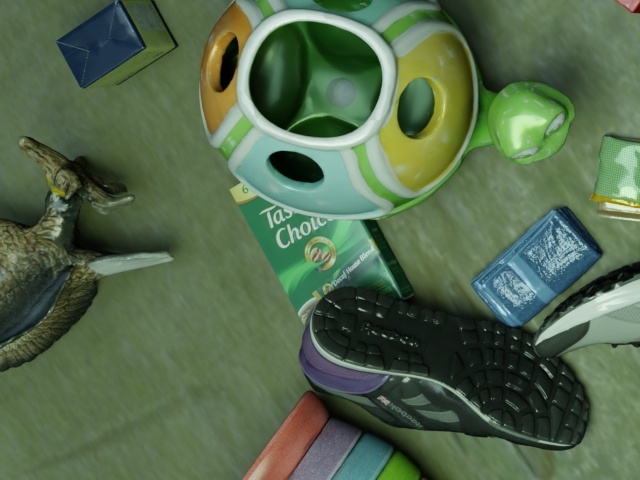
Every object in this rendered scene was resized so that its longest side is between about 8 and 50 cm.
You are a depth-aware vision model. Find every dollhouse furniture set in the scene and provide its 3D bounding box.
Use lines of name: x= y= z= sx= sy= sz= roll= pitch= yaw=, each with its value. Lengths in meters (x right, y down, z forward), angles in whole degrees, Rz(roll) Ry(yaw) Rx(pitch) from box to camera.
dollhouse furniture set: x=0.318 y=-0.049 z=1.563 sx=0.151 sy=0.058 sz=0.076 roll=8 pitch=100 yaw=20

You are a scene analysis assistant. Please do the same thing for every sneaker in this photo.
sneaker: x=0.117 y=0.138 z=1.659 sx=0.283 sy=0.107 sz=0.124 roll=22 pitch=146 yaw=1
sneaker: x=0.320 y=0.066 z=1.559 sx=0.271 sy=0.100 sz=0.108 roll=-19 pitch=95 yaw=22

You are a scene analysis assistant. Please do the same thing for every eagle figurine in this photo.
eagle figurine: x=-0.321 y=0.044 z=1.743 sx=0.225 sy=0.226 sz=0.298 roll=32 pitch=92 yaw=51

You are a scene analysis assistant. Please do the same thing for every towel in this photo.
towel: x=0.206 y=0.027 z=1.632 sx=0.119 sy=0.029 sz=0.067 roll=-43 pitch=82 yaw=20

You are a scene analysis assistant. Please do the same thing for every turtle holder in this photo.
turtle holder: x=0.039 y=-0.117 z=1.546 sx=0.320 sy=0.227 sz=0.243 roll=39 pitch=95 yaw=6

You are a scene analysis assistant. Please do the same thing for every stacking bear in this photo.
stacking bear: x=0.058 y=0.292 z=1.665 sx=0.289 sy=0.175 sz=0.164 roll=36 pitch=116 yaw=3

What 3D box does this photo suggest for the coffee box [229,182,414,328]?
coffee box: x=0.000 y=0.000 z=1.700 sx=0.113 sy=0.040 sz=0.184 roll=-29 pitch=87 yaw=22

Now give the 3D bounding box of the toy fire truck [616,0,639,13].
toy fire truck: x=0.338 y=-0.220 z=1.538 sx=0.135 sy=0.047 sz=0.192 roll=38 pitch=108 yaw=12

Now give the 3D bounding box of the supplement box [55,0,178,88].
supplement box: x=-0.204 y=-0.198 z=1.727 sx=0.083 sy=0.083 sz=0.056 roll=-29 pitch=87 yaw=22
